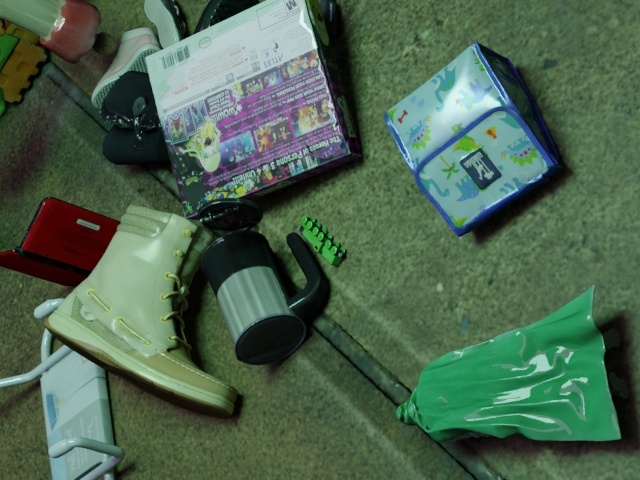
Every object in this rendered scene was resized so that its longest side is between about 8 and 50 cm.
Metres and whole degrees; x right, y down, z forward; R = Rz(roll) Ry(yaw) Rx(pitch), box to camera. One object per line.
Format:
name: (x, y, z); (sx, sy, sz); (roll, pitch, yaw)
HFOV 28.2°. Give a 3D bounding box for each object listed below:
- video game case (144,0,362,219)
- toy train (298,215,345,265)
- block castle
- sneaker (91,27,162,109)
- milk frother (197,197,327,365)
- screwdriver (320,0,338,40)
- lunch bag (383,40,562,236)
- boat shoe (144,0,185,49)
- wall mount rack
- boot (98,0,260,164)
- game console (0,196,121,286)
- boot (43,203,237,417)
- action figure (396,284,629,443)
video game case: (-0.082, -0.158, 1.485); (0.232, 0.042, 0.210); (-21, 78, 26)
toy train: (0.000, 0.000, 1.430); (0.083, 0.017, 0.023); (46, 118, 45)
block castle: (-0.495, -0.224, 1.845); (0.453, 0.213, 0.303); (-52, 38, 22)
sneaker: (-0.270, -0.242, 1.775); (0.134, 0.051, 0.070); (-40, 44, 26)
milk frother: (-0.080, 0.039, 1.402); (0.129, 0.143, 0.134); (-43, 48, 19)
screwdriver: (0.013, -0.315, 1.548); (0.025, 0.024, 0.169); (-2, 62, 14)
lunch bag: (0.154, -0.098, 1.267); (0.129, 0.096, 0.151); (-37, 65, 26)
boat shoe: (-0.204, -0.296, 1.738); (0.125, 0.038, 0.046); (56, 133, 43)
wall mount rack: (-0.385, 0.239, 1.633); (0.304, 0.130, 0.350); (-37, 50, 29)
boot: (-0.189, -0.209, 1.644); (0.207, 0.094, 0.246); (13, 89, 43)
game console: (-0.344, 0.004, 1.677); (0.085, 0.144, 0.124); (31, 96, 46)
boot: (-0.173, 0.078, 1.508); (0.262, 0.095, 0.203); (24, 71, 26)
action figure: (0.166, 0.137, 1.174); (0.232, 0.063, 0.137); (-19, 63, 35)
